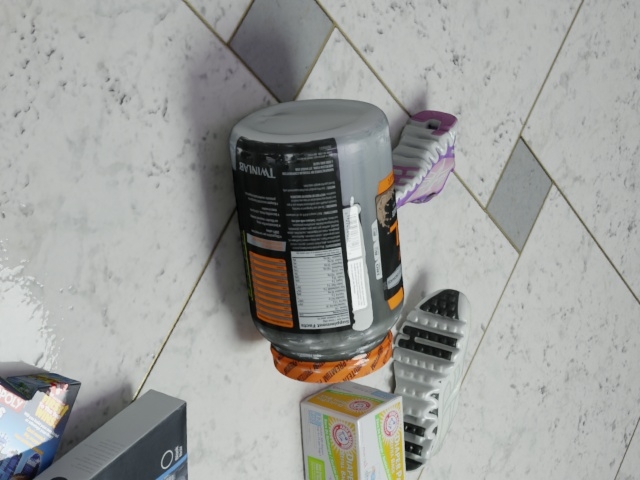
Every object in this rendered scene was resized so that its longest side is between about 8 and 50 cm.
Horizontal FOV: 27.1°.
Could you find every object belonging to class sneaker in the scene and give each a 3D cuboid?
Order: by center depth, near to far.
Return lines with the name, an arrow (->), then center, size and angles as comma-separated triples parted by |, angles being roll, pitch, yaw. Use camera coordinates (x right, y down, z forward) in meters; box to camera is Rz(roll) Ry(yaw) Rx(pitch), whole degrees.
sneaker -> 0.131, -0.088, 1.949 | 0.236, 0.095, 0.104 | -46, 138, -34
sneaker -> 0.174, 0.214, 2.070 | 0.118, 0.110, 0.292 | 2, 106, -57

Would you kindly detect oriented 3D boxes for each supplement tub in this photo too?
supplement tub -> 0.000, 0.000, 1.723 | 0.207, 0.207, 0.337 | -27, 120, -43

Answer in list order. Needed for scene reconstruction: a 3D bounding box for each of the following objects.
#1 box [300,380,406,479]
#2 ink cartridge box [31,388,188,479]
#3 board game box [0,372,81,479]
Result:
box -> 0.050, 0.321, 1.932 | 0.103, 0.114, 0.203 | -21, 114, -45
ink cartridge box -> -0.268, 0.319, 1.536 | 0.333, 0.065, 0.165 | -36, 135, -52
board game box -> -0.360, 0.211, 1.468 | 0.194, 0.060, 0.194 | 49, 61, -44
